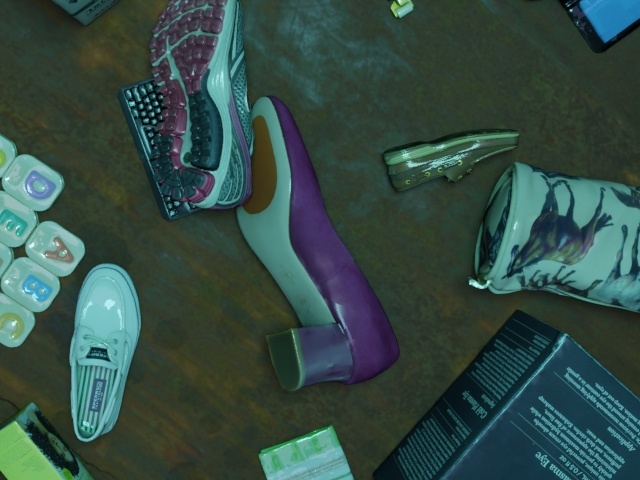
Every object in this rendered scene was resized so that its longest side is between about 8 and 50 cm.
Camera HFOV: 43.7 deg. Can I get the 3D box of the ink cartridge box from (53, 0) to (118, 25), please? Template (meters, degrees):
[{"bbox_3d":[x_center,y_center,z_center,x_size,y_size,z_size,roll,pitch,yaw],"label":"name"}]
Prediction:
[{"bbox_3d":[-0.247,-0.343,0.890,0.172,0.237,0.100,-38,101,-1],"label":"ink cartridge box"}]

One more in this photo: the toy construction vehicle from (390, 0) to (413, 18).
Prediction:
[{"bbox_3d":[0.105,-0.344,1.024,0.085,0.035,0.098,-29,98,-2],"label":"toy construction vehicle"}]

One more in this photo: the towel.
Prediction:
[{"bbox_3d":[-0.009,0.339,1.091,0.113,0.023,0.152,-20,95,-5],"label":"towel"}]

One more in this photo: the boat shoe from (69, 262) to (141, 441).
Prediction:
[{"bbox_3d":[-0.275,0.144,1.015,0.083,0.076,0.226,2,95,-6],"label":"boat shoe"}]

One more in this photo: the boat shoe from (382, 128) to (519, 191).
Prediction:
[{"bbox_3d":[0.173,-0.107,1.043,0.177,0.064,0.060,-13,102,2],"label":"boat shoe"}]

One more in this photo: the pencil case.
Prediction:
[{"bbox_3d":[0.394,0.022,1.026,0.410,0.160,0.184,11,80,-7],"label":"pencil case"}]

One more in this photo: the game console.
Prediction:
[{"bbox_3d":[0.388,-0.330,1.016,0.144,0.124,0.085,-37,72,12],"label":"game console"}]

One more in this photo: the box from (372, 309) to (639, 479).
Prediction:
[{"bbox_3d":[0.302,0.324,1.037,0.343,0.179,0.312,42,90,-8],"label":"box"}]

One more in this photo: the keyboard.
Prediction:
[{"bbox_3d":[-0.181,-0.125,1.025,0.108,0.023,0.180,-20,98,-3],"label":"keyboard"}]

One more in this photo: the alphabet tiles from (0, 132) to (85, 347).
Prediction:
[{"bbox_3d":[-0.459,-0.001,1.012,0.278,0.021,0.284,35,91,-8],"label":"alphabet tiles"}]

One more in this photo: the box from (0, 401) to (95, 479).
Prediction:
[{"bbox_3d":[-0.330,0.323,1.024,0.058,0.087,0.232,-35,99,-1],"label":"box"}]

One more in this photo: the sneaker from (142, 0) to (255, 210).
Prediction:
[{"bbox_3d":[-0.138,-0.182,0.979,0.120,0.112,0.299,-5,77,33],"label":"sneaker"}]

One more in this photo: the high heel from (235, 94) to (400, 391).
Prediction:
[{"bbox_3d":[0.000,0.000,1.039,0.181,0.127,0.378,-6,89,-39],"label":"high heel"}]
